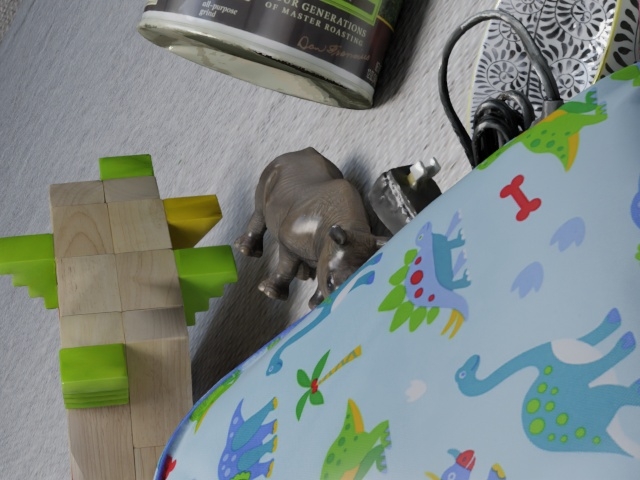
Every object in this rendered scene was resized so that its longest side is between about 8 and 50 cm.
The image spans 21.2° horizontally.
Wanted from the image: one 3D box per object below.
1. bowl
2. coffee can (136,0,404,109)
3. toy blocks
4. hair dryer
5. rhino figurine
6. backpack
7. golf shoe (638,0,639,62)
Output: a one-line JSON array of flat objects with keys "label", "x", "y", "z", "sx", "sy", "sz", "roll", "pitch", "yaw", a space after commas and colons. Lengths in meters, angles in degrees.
[{"label": "bowl", "x": 0.157, "y": -0.099, "z": 0.965, "sx": 0.170, "sy": 0.080, "sz": 0.170, "roll": -164, "pitch": 90, "yaw": -71}, {"label": "coffee can", "x": -0.011, "y": -0.267, "z": 1.377, "sx": 0.201, "sy": 0.202, "sz": 0.275, "roll": 12, "pitch": 84, "yaw": 70}, {"label": "toy blocks", "x": -0.166, "y": 0.125, "z": 1.444, "sx": 0.381, "sy": 0.191, "sz": 0.261, "roll": -111, "pitch": 18, "yaw": -61}, {"label": "hair dryer", "x": 0.089, "y": 0.050, "z": 0.901, "sx": 0.223, "sy": 0.080, "sz": 0.293, "roll": 116, "pitch": 137, "yaw": -65}, {"label": "rhino figurine", "x": 0.000, "y": 0.000, "z": 1.295, "sx": 0.106, "sy": 0.073, "sz": 0.243, "roll": -69, "pitch": 22, "yaw": 13}, {"label": "backpack", "x": 0.098, "y": 0.104, "z": 0.657, "sx": 0.355, "sy": 0.273, "sz": 0.290, "roll": -52, "pitch": 31, "yaw": 42}, {"label": "golf shoe", "x": 0.188, "y": -0.079, "z": 0.847, "sx": 0.120, "sy": 0.105, "sz": 0.273, "roll": 126, "pitch": 154, "yaw": -50}]
